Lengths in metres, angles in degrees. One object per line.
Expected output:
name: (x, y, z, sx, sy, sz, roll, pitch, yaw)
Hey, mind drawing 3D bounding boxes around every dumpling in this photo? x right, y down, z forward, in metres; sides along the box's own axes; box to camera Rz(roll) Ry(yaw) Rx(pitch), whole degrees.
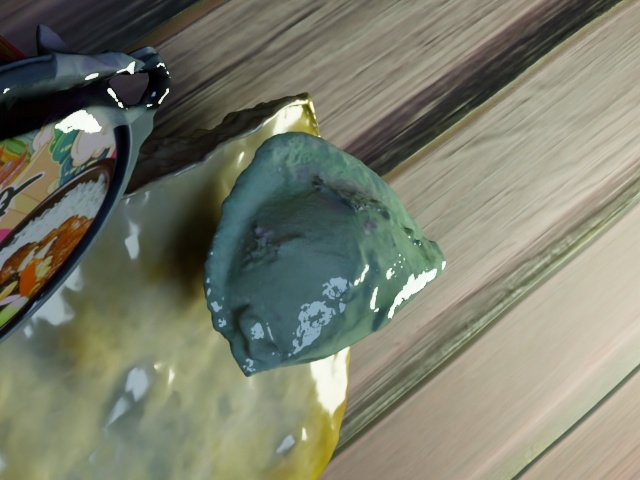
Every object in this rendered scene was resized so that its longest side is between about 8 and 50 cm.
dumpling: (0.007, 0.008, 0.973, 0.216, 0.105, 0.149, -17, 121, -41)

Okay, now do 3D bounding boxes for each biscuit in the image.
biscuit: (-0.143, 0.117, 1.031, 0.429, 0.104, 0.446, -38, 133, -27)

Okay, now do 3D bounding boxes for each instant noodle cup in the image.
instant noodle cup: (-0.248, -0.045, 0.731, 0.302, 0.181, 0.258, -41, 164, -20)
